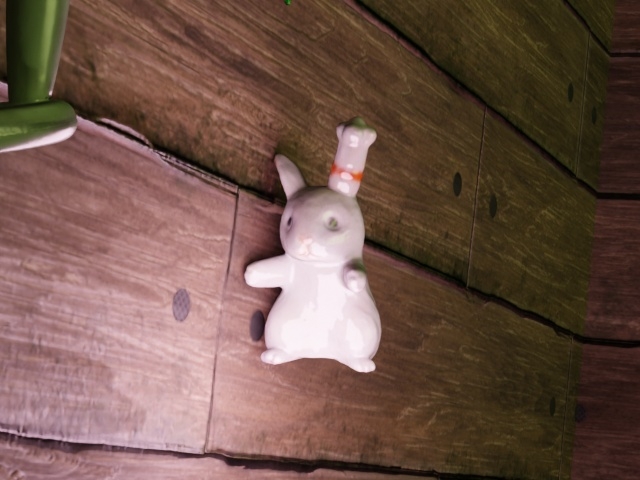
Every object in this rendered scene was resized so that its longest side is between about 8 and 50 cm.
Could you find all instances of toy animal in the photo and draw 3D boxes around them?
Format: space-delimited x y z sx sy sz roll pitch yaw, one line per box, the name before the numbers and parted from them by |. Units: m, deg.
toy animal | -0.004 0.012 1.618 0.138 0.140 0.283 -53 143 -62

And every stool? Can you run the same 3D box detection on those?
stool | -0.272 -0.155 0.983 0.195 0.195 0.199 -25 113 -61

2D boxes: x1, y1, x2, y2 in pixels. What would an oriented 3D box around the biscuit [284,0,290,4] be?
biscuit | -0.052 -0.288 1.616 0.089 0.016 0.046 -6 98 -64
